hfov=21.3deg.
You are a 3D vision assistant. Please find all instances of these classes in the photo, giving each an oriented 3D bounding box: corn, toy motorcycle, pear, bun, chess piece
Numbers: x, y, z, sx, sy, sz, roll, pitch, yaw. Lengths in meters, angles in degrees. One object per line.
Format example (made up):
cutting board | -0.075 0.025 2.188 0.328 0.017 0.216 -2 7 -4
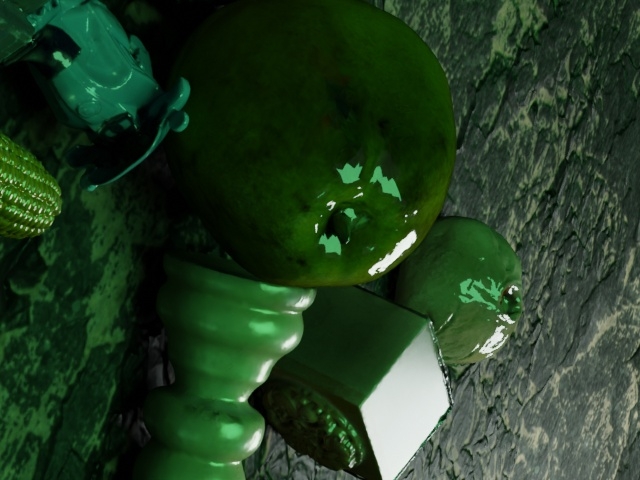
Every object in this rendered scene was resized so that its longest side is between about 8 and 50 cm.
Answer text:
corn | -0.282 -0.062 1.276 0.238 0.080 0.080 35 70 -51
toy motorcycle | -0.202 -0.141 1.319 0.272 0.123 0.182 30 34 -52
pear | -0.012 -0.093 1.478 0.321 0.269 0.269 -107 180 -56
bun | 0.166 0.062 1.912 0.173 0.113 0.166 47 61 -47
chess piece | -0.101 0.146 1.543 0.144 0.144 0.251 9 96 -55

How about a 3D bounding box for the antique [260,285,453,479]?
antique | 0.028 0.145 1.691 0.148 0.147 0.152 -50 143 -28

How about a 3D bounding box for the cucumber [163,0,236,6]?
cucumber | -0.109 -0.234 1.478 0.245 0.067 0.067 1 97 -52
